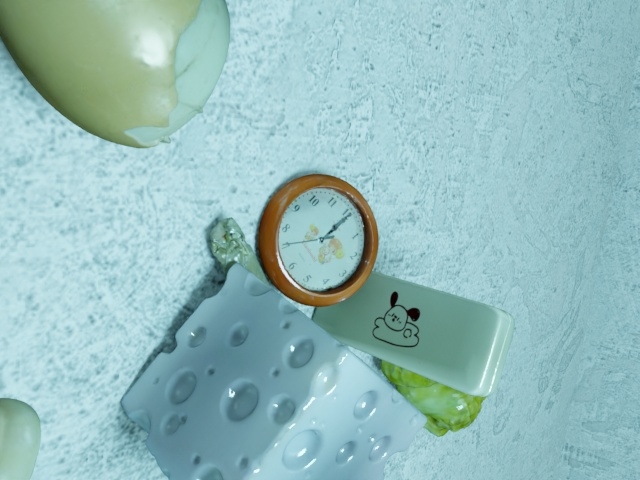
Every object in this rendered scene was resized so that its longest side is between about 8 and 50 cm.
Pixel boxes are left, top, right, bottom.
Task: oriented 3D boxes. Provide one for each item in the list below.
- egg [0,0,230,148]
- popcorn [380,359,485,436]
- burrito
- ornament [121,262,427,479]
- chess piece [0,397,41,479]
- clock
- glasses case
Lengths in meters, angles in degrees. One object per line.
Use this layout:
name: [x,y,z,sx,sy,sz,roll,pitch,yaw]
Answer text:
egg: [-0.192,-0.212,0.506,0.244,0.201,0.201,51,63,-30]
popcorn: [0.244,0.258,1.156,0.286,0.173,0.225,56,45,-29]
burrito: [-0.108,0.052,0.789,0.058,0.045,0.188,-34,129,-19]
ornament: [-0.056,0.219,0.718,0.240,0.239,0.239,-50,134,-9]
chess piece: [-0.396,0.156,0.427,0.299,0.167,0.167,45,68,-40]
clock: [0.000,0.000,0.858,0.205,0.051,0.206,-1,91,-29]
glasses case: [0.136,0.132,0.879,0.070,0.312,0.131,25,83,-52]
